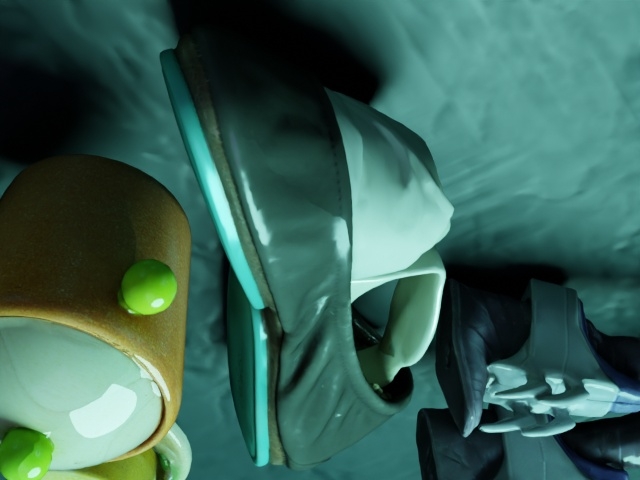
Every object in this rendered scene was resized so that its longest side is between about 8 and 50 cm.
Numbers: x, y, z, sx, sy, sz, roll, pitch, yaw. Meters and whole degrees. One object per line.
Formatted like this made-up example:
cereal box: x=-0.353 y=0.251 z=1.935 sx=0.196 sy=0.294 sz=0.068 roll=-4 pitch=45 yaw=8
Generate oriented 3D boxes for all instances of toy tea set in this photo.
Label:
toy tea set: x=-0.152 y=0.089 z=0.712 sx=0.200 sy=0.124 sz=0.336 roll=8 pitch=139 yaw=3

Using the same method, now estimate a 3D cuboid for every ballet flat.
ballet flat: x=0.000 y=0.000 z=0.694 sx=0.096 sy=0.095 sz=0.280 roll=-16 pitch=150 yaw=-6

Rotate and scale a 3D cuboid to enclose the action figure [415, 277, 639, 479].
action figure: x=0.190 y=0.079 z=0.806 sx=0.285 sy=0.099 sz=0.185 roll=-3 pitch=134 yaw=-11
